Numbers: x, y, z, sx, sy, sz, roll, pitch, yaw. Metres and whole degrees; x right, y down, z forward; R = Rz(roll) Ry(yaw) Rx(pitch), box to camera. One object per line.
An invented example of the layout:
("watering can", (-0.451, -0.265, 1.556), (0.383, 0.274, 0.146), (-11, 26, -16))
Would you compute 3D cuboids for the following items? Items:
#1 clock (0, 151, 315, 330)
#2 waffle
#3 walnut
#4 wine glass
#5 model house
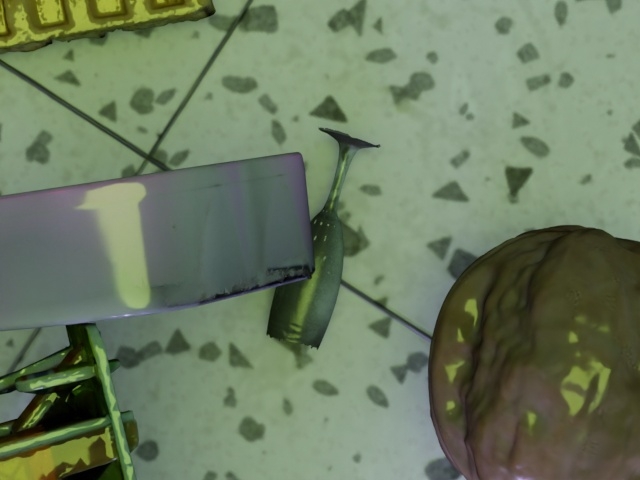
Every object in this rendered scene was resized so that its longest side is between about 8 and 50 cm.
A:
("clock", (-0.176, 0.001, 1.284), (0.338, 0.338, 0.102), (-8, 93, -2))
("waffle", (-0.233, -0.291, 1.420), (0.248, 0.055, 0.221), (-11, 91, -2))
("walnut", (0.209, 0.118, 1.344), (0.227, 0.273, 0.273), (15, 90, -37))
("wine glass", (0.000, 0.000, 1.430), (0.066, 0.066, 0.198), (16, 90, -3))
("model house", (-0.302, 0.205, 1.272), (0.313, 0.357, 0.242), (-13, 94, -12))
